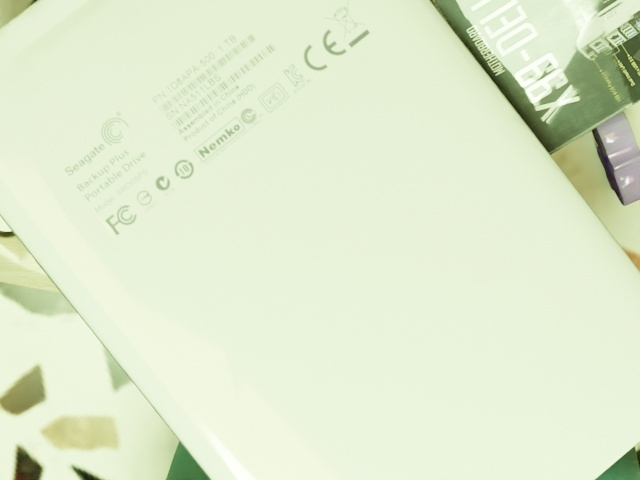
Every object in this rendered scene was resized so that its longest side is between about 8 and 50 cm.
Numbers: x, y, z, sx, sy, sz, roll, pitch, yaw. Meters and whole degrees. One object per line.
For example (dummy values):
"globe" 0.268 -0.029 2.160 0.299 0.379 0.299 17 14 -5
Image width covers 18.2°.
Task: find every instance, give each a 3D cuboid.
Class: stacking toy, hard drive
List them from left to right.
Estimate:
"hard drive" 0.000 0.000 0.897 0.210 0.040 0.318 -39 93 -9
"stacking toy" 0.138 -0.079 1.019 0.167 0.052 0.221 -25 106 3

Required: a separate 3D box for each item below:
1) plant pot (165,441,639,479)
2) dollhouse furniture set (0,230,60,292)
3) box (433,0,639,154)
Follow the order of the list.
"plant pot" 0.037 0.165 1.029 0.234 0.165 0.165 3 106 3
"dollhouse furniture set" -0.098 -0.079 0.960 0.129 0.129 0.183 10 106 -7
"box" 0.119 -0.224 0.892 0.242 0.076 0.307 -32 110 12
